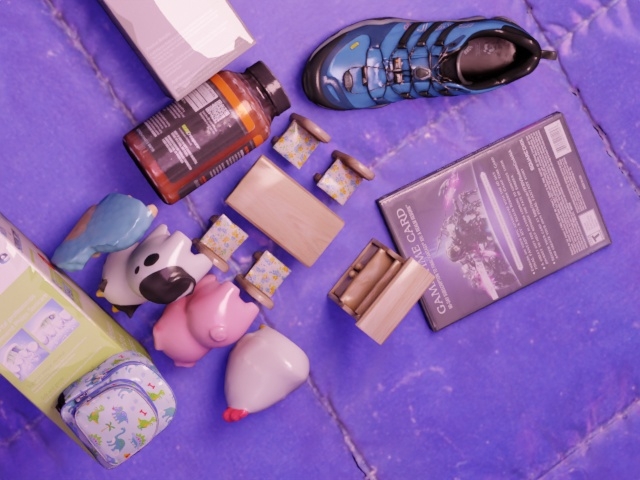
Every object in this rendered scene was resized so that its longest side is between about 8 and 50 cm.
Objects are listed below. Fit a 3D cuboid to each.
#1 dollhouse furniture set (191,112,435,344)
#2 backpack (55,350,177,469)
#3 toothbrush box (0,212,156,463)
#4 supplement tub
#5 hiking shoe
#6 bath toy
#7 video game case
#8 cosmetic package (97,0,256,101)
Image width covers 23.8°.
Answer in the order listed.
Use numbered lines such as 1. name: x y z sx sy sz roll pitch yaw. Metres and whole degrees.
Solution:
1. dollhouse furniture set: 0.000 0.000 1.877 0.242 0.161 0.212 39 89 -17
2. backpack: -0.219 0.186 1.681 0.114 0.084 0.105 -38 109 -8
3. toothbrush box: -0.328 0.103 1.789 0.122 0.206 0.283 -46 107 -2
4. supplement tub: -0.134 -0.136 1.848 0.198 0.106 0.106 -34 106 -6
5. hiking shoe: 0.128 -0.227 1.884 0.304 0.132 0.113 -14 103 -11
6. bath toy: -0.164 0.095 1.867 0.348 0.151 0.129 45 76 -24
7. video game case: 0.231 -0.025 2.004 0.274 0.026 0.196 -26 105 -8
8. cosmetic package: -0.197 -0.296 1.807 0.127 0.107 0.238 -35 104 -6
